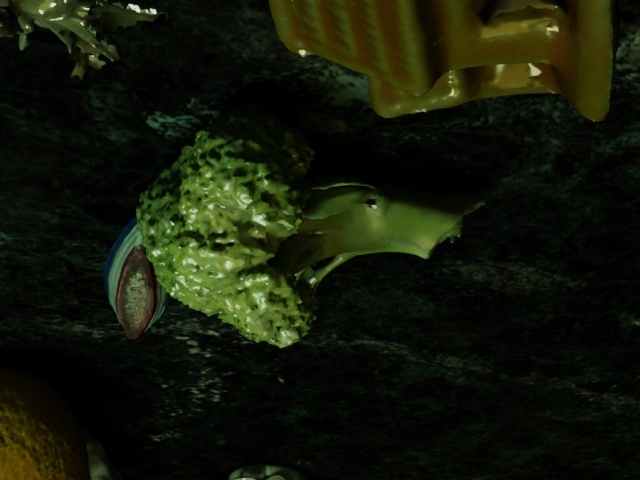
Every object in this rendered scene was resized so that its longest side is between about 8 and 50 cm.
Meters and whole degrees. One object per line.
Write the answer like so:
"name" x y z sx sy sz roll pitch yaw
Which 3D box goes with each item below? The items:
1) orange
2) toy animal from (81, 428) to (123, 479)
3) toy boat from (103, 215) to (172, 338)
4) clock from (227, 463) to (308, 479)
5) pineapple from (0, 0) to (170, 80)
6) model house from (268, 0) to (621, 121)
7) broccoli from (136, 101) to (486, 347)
"orange" -0.428 0.293 1.443 0.274 0.274 0.274 1 148 1
"toy animal" -0.380 0.364 1.664 0.208 0.156 0.204 6 151 11
"toy boat" -0.199 0.043 1.246 0.080 0.046 0.229 10 149 -7
"clock" -0.084 0.404 1.797 0.191 0.062 0.151 27 141 -33
"pineapple" -0.272 -0.201 0.771 0.175 0.175 0.361 -23 156 34
"model house" 0.084 -0.155 0.789 0.239 0.173 0.268 -5 145 9
"broccoli" -0.028 0.020 1.064 0.302 0.186 0.254 27 131 -25
